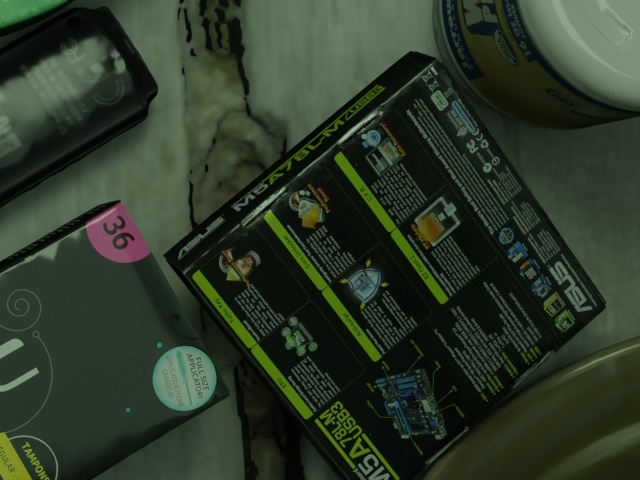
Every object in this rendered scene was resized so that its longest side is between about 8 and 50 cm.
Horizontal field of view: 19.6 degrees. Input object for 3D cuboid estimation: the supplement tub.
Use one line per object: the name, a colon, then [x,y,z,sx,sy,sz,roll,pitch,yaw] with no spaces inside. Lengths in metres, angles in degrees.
supplement tub: [0.147,-0.135,1.015,0.144,0.200,0.144,0,89,-13]

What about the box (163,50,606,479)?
box: [0.040,0.024,1.032,0.184,0.045,0.190,-40,113,-6]

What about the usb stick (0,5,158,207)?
usb stick: [-0.220,-0.034,1.009,0.278,0.045,0.077,-32,90,-11]

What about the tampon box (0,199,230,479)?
tampon box: [-0.151,0.069,0.994,0.161,0.101,0.120,-31,97,-12]

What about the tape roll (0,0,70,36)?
tape roll: [-0.220,-0.265,0.990,0.321,0.077,0.321,0,92,-14]

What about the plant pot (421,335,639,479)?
plant pot: [0.240,0.233,1.003,0.323,0.323,0.280,-28,112,-12]
